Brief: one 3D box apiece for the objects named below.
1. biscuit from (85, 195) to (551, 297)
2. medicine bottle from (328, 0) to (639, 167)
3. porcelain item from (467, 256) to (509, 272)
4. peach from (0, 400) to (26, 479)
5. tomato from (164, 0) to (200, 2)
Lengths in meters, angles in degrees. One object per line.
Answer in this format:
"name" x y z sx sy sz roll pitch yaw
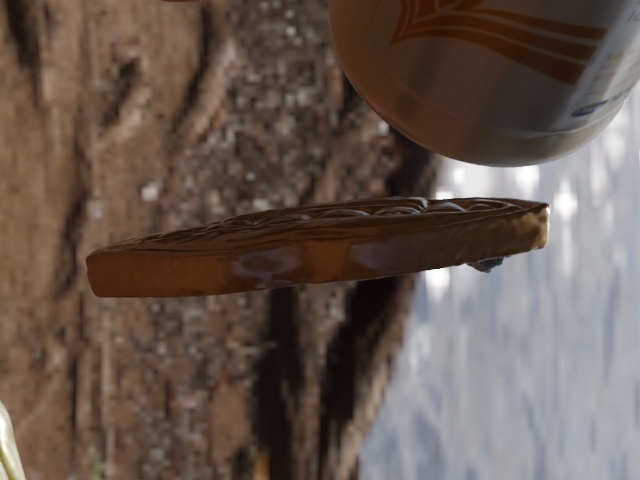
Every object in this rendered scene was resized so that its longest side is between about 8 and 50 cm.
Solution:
"biscuit" 0.000 0.000 0.942 0.142 0.220 0.029 -32 115 -76
"medicine bottle" 0.084 -0.135 0.614 0.252 0.114 0.114 114 -3 -52
"porcelain item" 0.167 -0.001 1.811 0.036 0.083 0.028 49 7 -49
"peach" -0.378 0.237 1.580 0.289 0.308 0.289 59 3 -6
"tomato" -0.167 -0.315 1.814 0.139 0.233 0.200 -27 122 -51
